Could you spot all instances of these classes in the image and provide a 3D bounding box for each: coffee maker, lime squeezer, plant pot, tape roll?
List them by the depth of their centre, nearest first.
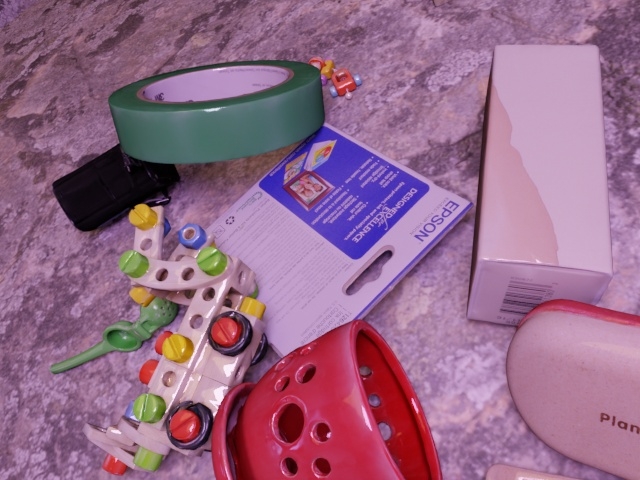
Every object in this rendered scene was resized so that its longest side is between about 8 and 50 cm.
[{"bbox_3d":[0.005,0.197,0.543,0.174,0.191,0.191,-28,49,17],"label":"plant pot"},{"bbox_3d":[-0.282,0.112,0.823,0.310,0.059,0.110,-43,50,-7],"label":"lime squeezer"},{"bbox_3d":[-0.155,-0.210,0.853,0.322,0.077,0.321,-5,29,3],"label":"tape roll"},{"bbox_3d":[-0.362,-0.104,0.942,0.178,0.171,0.120,-29,72,10],"label":"coffee maker"}]

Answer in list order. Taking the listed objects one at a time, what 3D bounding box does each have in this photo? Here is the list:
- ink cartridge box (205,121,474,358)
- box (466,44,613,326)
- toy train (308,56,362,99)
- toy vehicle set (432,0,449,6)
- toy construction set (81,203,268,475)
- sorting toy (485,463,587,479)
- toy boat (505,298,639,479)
[{"bbox_3d":[0.000,0.000,0.764,0.303,0.072,0.307,-43,52,-10],"label":"ink cartridge box"},{"bbox_3d":[0.245,-0.068,0.630,0.121,0.148,0.311,6,57,13],"label":"box"},{"bbox_3d":[-0.016,-0.284,0.988,0.166,0.046,0.125,-21,50,10],"label":"toy train"},{"bbox_3d":[0.185,-0.583,1.029,0.035,0.166,0.266,-18,50,13],"label":"toy vehicle set"},{"bbox_3d":[-0.178,0.131,0.645,0.215,0.151,0.327,16,87,21],"label":"toy construction set"},{"bbox_3d":[0.236,0.304,0.452,0.208,0.038,0.193,4,59,23],"label":"sorting toy"},{"bbox_3d":[0.296,0.123,0.500,0.231,0.150,0.151,12,28,37],"label":"toy boat"}]
